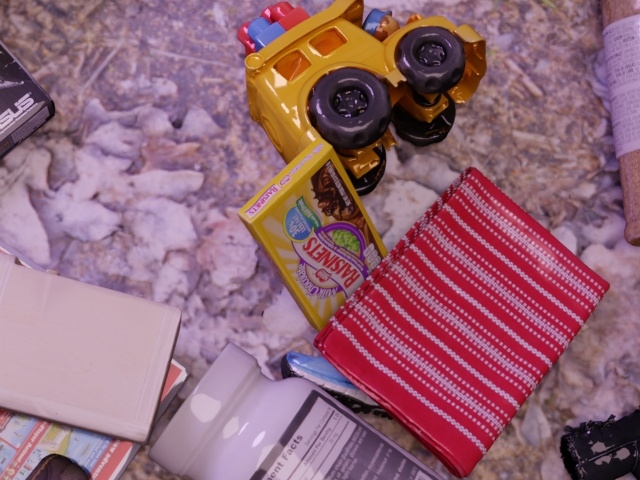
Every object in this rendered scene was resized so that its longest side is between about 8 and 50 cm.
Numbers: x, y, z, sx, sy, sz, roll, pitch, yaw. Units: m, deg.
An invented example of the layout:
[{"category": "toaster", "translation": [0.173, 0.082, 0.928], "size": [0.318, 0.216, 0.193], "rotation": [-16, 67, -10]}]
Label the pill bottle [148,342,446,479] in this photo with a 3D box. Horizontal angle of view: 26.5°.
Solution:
[{"category": "pill bottle", "translation": [-0.010, 0.228, 1.258], "size": [0.278, 0.162, 0.162], "rotation": [36, 78, 1]}]

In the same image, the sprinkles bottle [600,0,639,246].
[{"category": "sprinkles bottle", "translation": [0.351, -0.175, 1.390], "size": [0.121, 0.121, 0.355], "rotation": [-3, 81, -7]}]

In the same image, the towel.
[{"category": "towel", "translation": [0.144, 0.074, 1.338], "size": [0.199, 0.031, 0.275], "rotation": [42, 64, 1]}]

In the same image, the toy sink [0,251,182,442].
[{"category": "toy sink", "translation": [-0.252, 0.094, 1.231], "size": [0.234, 0.153, 0.131], "rotation": [15, 79, -3]}]

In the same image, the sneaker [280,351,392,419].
[{"category": "sneaker", "translation": [0.039, 0.131, 1.340], "size": [0.162, 0.063, 0.073], "rotation": [13, 66, -12]}]

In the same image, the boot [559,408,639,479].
[{"category": "boot", "translation": [0.301, 0.229, 1.353], "size": [0.099, 0.045, 0.121], "rotation": [-17, 75, -12]}]

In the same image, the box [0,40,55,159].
[{"category": "box", "translation": [-0.405, -0.124, 1.324], "size": [0.231, 0.056, 0.183], "rotation": [-41, 88, -12]}]

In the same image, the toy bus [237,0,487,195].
[{"category": "toy bus", "translation": [0.025, -0.173, 1.353], "size": [0.220, 0.149, 0.211], "rotation": [-34, 70, -13]}]

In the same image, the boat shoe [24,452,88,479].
[{"category": "boat shoe", "translation": [-0.361, 0.314, 1.210], "size": [0.130, 0.132, 0.355], "rotation": [43, 82, 6]}]

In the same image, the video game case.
[{"category": "video game case", "translation": [-0.298, 0.129, 1.309], "size": [0.285, 0.025, 0.204], "rotation": [34, 78, 0]}]

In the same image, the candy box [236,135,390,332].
[{"category": "candy box", "translation": [0.000, 0.000, 1.287], "size": [0.105, 0.206, 0.027], "rotation": [-42, 52, -9]}]
